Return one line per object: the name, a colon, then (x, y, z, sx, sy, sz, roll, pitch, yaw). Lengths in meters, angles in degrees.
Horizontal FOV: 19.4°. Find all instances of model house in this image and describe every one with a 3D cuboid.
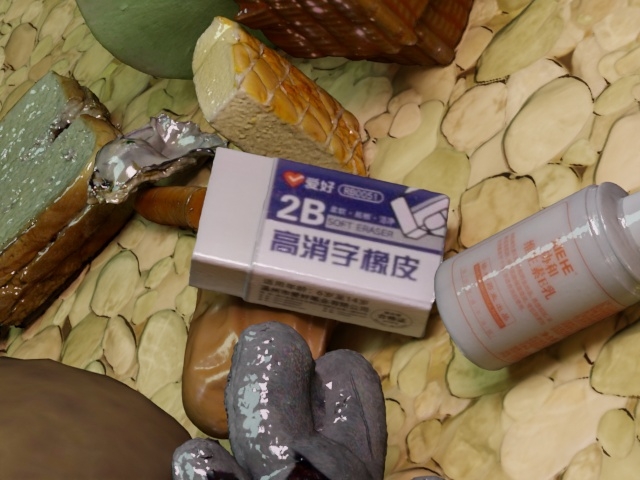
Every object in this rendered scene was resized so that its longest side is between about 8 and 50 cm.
model house: (0.029, -0.241, 1.794, 0.219, 0.199, 0.229, -33, 38, 2)

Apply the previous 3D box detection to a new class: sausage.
sausage: (-0.053, 0.075, 1.676, 0.136, 0.120, 0.241, -32, 38, 44)

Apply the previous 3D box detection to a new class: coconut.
coconut: (-0.135, -0.326, 2.016, 0.328, 0.281, 0.328, -4, 30, 2)

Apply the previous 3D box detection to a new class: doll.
doll: (0.010, 0.201, 1.381, 0.158, 0.246, 0.340, -37, 39, 46)

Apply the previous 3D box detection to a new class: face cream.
face cream: (0.214, 0.010, 1.453, 0.251, 0.101, 0.101, -29, 40, 28)

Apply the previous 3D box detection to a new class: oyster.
oyster: (-0.185, -0.089, 1.992, 0.165, 0.053, 0.108, -20, 46, -29)

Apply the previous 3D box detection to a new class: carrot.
carrot: (-0.159, -0.035, 1.970, 0.139, 0.048, 0.048, 4, 61, 53)

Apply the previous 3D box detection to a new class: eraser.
eraser: (0.000, 0.000, 1.618, 0.068, 0.210, 0.124, 104, 177, -58)

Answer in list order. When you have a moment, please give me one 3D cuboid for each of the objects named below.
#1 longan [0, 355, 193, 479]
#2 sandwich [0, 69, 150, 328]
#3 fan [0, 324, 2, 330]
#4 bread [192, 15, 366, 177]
longan: (-0.247, 0.290, 1.468, 0.404, 0.404, 0.436, -48, 10, 3)
sandwich: (-0.321, -0.054, 2.126, 0.249, 0.095, 0.273, -44, 34, 3)
fan: (-0.407, 0.123, 2.103, 0.294, 0.012, 0.223, -20, 32, 29)
bread: (-0.038, -0.119, 1.781, 0.068, 0.188, 0.125, -40, 36, 19)
